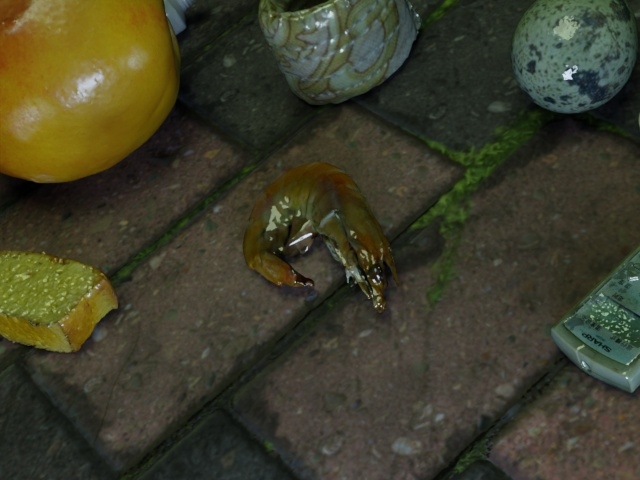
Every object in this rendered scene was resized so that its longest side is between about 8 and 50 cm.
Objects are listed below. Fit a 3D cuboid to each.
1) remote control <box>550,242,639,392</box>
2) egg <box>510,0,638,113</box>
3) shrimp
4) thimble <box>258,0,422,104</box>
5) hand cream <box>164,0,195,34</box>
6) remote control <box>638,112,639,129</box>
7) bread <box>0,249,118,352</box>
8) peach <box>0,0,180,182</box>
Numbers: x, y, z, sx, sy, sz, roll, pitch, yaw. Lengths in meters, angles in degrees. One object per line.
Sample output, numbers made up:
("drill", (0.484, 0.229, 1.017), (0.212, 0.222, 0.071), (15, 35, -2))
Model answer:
("remote control", (0.323, 0.039, 1.110), (0.233, 0.038, 0.098), (-41, 45, -14))
("egg", (0.279, -0.213, 1.299), (0.132, 0.132, 0.172), (11, 45, 32))
("shrimp", (0.000, 0.000, 1.283), (0.150, 0.068, 0.249), (-45, 40, -2))
("thimble", (0.027, -0.265, 1.455), (0.191, 0.143, 0.137), (-27, 43, -2))
("hand cream", (-0.311, -0.256, 1.674), (0.341, 0.077, 0.124), (-35, 45, 2))
("remote control", (0.428, -0.109, 1.197), (0.221, 0.042, 0.078), (11, 54, 31))
("bread", (-0.318, 0.066, 1.365), (0.187, 0.065, 0.103), (8, 55, 29))
("peach", (-0.326, -0.215, 1.483), (0.308, 0.289, 0.289), (-22, 44, -4))
